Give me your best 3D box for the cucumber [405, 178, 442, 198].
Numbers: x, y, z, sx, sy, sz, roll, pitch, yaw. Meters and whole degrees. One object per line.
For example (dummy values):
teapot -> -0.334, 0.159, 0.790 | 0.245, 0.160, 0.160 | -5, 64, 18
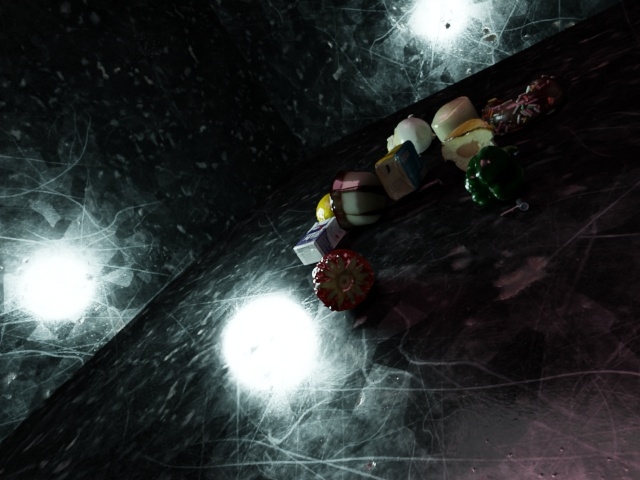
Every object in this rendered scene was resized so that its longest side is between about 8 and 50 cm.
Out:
cucumber -> 0.441, -0.212, 1.801 | 0.163, 0.043, 0.038 | -30, 59, 33

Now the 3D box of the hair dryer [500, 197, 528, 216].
hair dryer -> 0.591, -0.095, 1.296 | 0.083, 0.026, 0.047 | -35, 15, 22

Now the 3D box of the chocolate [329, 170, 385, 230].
chocolate -> 0.183, -0.181, 1.859 | 0.186, 0.283, 0.283 | -3, 33, 29

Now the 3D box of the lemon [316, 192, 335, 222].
lemon -> 0.066, -0.150, 2.062 | 0.170, 0.170, 0.207 | -9, 29, 51

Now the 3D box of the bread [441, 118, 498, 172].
bread -> 0.592, -0.359, 1.682 | 0.211, 0.183, 0.224 | -28, 17, 22

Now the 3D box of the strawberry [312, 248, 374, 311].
strawberry -> 0.074, 0.129, 1.410 | 0.205, 0.205, 0.244 | -35, -3, -2

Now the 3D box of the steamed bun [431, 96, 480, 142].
steamed bun -> 0.671, -0.579, 2.055 | 0.250, 0.200, 0.155 | -48, 24, -27

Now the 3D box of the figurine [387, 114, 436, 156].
figurine -> 0.504, -0.561, 2.392 | 0.275, 0.226, 0.394 | -7, 1, -15

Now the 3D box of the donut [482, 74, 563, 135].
donut -> 0.866, -0.580, 1.849 | 0.345, 0.136, 0.259 | -22, 20, 36

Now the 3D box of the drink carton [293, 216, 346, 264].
drink carton -> 0.001, -0.001, 1.916 | 0.134, 0.101, 0.222 | -19, 22, 43

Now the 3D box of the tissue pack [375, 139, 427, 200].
tissue pack -> 0.363, -0.318, 1.895 | 0.134, 0.192, 0.271 | -27, 11, 33

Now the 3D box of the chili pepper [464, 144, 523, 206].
chili pepper -> 0.587, -0.232, 1.424 | 0.261, 0.174, 0.165 | -52, 1, -40
